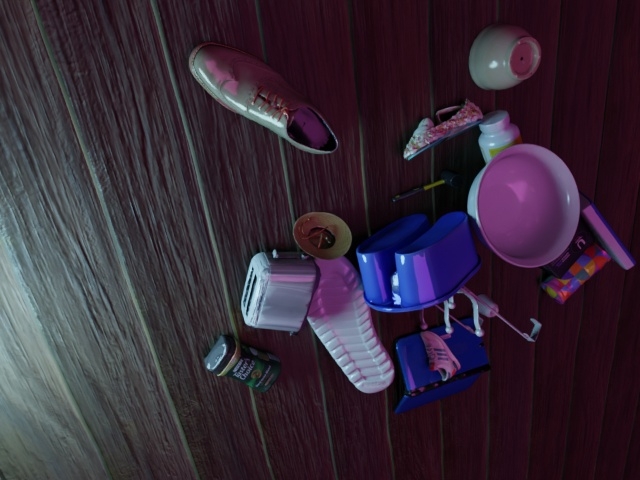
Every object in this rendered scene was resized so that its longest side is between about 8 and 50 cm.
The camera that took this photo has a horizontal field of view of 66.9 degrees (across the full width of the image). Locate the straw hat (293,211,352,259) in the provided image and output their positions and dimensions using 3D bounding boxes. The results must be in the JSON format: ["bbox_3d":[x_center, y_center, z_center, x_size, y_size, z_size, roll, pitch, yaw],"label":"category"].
[{"bbox_3d":[0.000,0.000,1.190,0.145,0.144,0.061,-11,152,-19],"label":"straw hat"}]

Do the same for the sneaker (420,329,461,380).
[{"bbox_3d":[0.338,0.338,1.415,0.075,0.057,0.161,-41,96,-25],"label":"sneaker"}]

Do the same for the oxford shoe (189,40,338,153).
[{"bbox_3d":[-0.098,-0.289,0.993,0.348,0.130,0.122,25,99,-29],"label":"oxford shoe"}]

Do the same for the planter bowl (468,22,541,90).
[{"bbox_3d":[0.464,-0.447,1.185,0.162,0.109,0.161,-9,113,-21],"label":"planter bowl"}]

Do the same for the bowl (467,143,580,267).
[{"bbox_3d":[0.480,-0.082,1.213,0.298,0.134,0.297,0,89,-17],"label":"bowl"}]

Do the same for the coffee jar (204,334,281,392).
[{"bbox_3d":[-0.196,0.311,1.227,0.184,0.079,0.096,32,96,-30],"label":"coffee jar"}]

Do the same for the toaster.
[{"bbox_3d":[-0.101,0.127,1.166,0.147,0.129,0.226,7,115,-22],"label":"toaster"}]

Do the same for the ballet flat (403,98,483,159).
[{"bbox_3d":[0.295,-0.280,1.209,0.241,0.091,0.077,-28,89,-15],"label":"ballet flat"}]

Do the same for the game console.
[{"bbox_3d":[0.361,0.398,1.534,0.293,0.173,0.250,-12,84,-19],"label":"game console"}]

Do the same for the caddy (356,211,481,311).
[{"bbox_3d":[0.243,0.059,1.190,0.341,0.241,0.179,-31,111,-42],"label":"caddy"}]

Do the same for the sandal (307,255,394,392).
[{"bbox_3d":[0.066,0.219,1.292,0.170,0.102,0.416,-20,103,4],"label":"sandal"}]

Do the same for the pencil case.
[{"bbox_3d":[0.832,0.100,1.575,0.236,0.104,0.104,-40,121,-3],"label":"pencil case"}]

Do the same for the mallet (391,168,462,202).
[{"bbox_3d":[0.274,-0.142,1.276,0.190,0.062,0.039,-18,116,0],"label":"mallet"}]

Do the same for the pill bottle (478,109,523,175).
[{"bbox_3d":[0.479,-0.244,1.277,0.103,0.103,0.184,-35,121,-7],"label":"pill bottle"}]

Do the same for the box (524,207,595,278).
[{"bbox_3d":[0.638,-0.038,1.406,0.270,0.143,0.165,37,95,-31],"label":"box"}]

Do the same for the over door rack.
[{"bbox_3d":[0.398,0.217,1.330,0.324,0.240,0.108,24,75,-23],"label":"over door rack"}]

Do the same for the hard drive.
[{"bbox_3d":[0.786,-0.064,1.422,0.040,0.210,0.319,-42,122,18],"label":"hard drive"}]

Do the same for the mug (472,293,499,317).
[{"bbox_3d":[0.523,0.206,1.503,0.078,0.064,0.062,-2,111,-23],"label":"mug"}]
